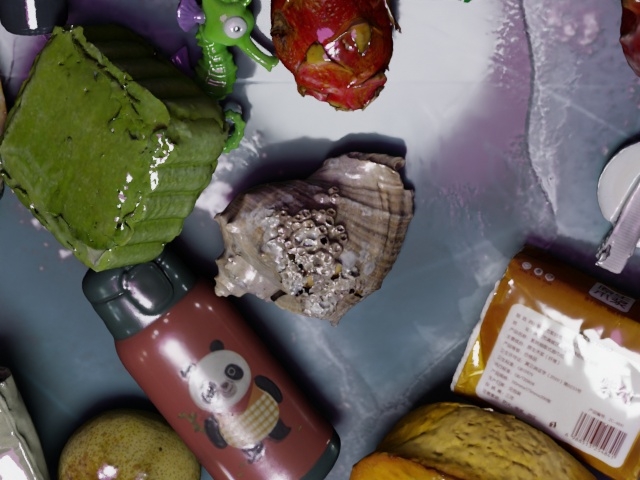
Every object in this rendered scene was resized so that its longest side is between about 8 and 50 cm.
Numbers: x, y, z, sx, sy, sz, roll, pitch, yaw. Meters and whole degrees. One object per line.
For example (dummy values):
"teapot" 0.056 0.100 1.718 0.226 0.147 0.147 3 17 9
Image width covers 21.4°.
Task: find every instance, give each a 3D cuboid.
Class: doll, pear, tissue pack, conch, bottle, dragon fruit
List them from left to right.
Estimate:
"pear" -0.218 0.269 1.914 0.167 0.136 0.167 2 101 12
"bottle" -0.129 0.141 1.847 0.144 0.144 0.336 -33 105 19
"doll" -0.105 -0.177 1.749 0.115 0.050 0.190 19 117 5
"dragon fruit" -0.016 -0.241 1.679 0.125 0.125 0.246 -41 87 -14
"conch" 0.000 0.000 1.790 0.245 0.163 0.178 -37 139 3
"tissue pack" 0.273 0.132 1.794 0.226 0.092 0.183 28 113 16

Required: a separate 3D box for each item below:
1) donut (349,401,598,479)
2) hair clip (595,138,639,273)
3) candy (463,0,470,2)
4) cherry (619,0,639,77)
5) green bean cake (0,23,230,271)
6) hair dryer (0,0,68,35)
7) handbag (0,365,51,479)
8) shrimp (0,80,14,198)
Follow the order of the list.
"donut" 0.185 0.285 1.839 0.303 0.110 0.303 22 151 13
"hair clip" 0.342 -0.045 1.761 0.116 0.049 0.172 24 112 -10
"candy" 0.094 -0.335 1.643 0.203 0.078 0.141 35 102 3
"cherry" 0.394 -0.247 1.579 0.300 0.203 0.230 -8 106 1
"green bean cake" -0.218 -0.097 1.723 0.214 0.113 0.200 40 113 23
"hair dryer" -0.223 -0.280 1.714 0.219 0.071 0.124 -5 116 -1
"handbag" -0.426 0.255 1.907 0.316 0.109 0.253 1 113 34
"shrimp" -0.411 -0.146 1.790 0.168 0.077 0.317 -4 110 19
